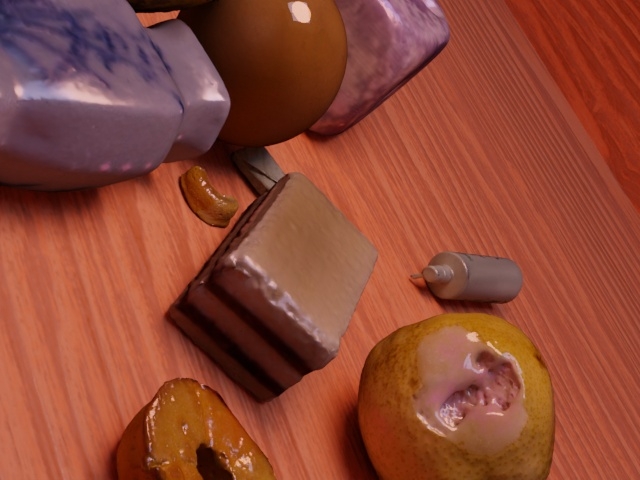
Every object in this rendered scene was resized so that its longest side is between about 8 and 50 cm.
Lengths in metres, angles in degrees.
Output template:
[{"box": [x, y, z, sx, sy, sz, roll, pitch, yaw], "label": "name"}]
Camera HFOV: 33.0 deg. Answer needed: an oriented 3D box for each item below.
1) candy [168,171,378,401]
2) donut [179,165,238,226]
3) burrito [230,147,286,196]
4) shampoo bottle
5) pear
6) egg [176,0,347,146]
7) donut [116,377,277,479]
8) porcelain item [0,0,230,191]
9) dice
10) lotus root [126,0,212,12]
[{"box": [-0.046, 0.048, 1.385, 0.179, 0.135, 0.321, 48, 28, -9], "label": "candy"}, {"box": [-0.151, -0.063, 1.464, 0.067, 0.038, 0.083, 4, 54, -51], "label": "donut"}, {"box": [-0.078, -0.092, 1.603, 0.118, 0.044, 0.074, 52, 30, 6], "label": "burrito"}, {"box": [0.258, 0.064, 1.877, 0.262, 0.085, 0.085, 7, 50, -53], "label": "shampoo bottle"}, {"box": [0.175, 0.225, 1.377, 0.271, 0.271, 0.271, 37, 31, -26], "label": "pear"}, {"box": [-0.086, -0.263, 1.518, 0.250, 0.322, 0.250, 4, 77, -18], "label": "egg"}, {"box": [-0.129, 0.239, 1.093, 0.190, 0.074, 0.174, 46, 26, -20], "label": "donut"}, {"box": [-0.291, -0.171, 1.231, 0.405, 0.178, 0.243, -11, 67, -58], "label": "porcelain item"}, {"box": [0.042, -0.363, 1.867, 0.271, 0.270, 0.270, 50, 28, -1], "label": "dice"}, {"box": [-0.277, -0.382, 1.379, 0.196, 0.397, 0.179, 8, 89, -66], "label": "lotus root"}]
